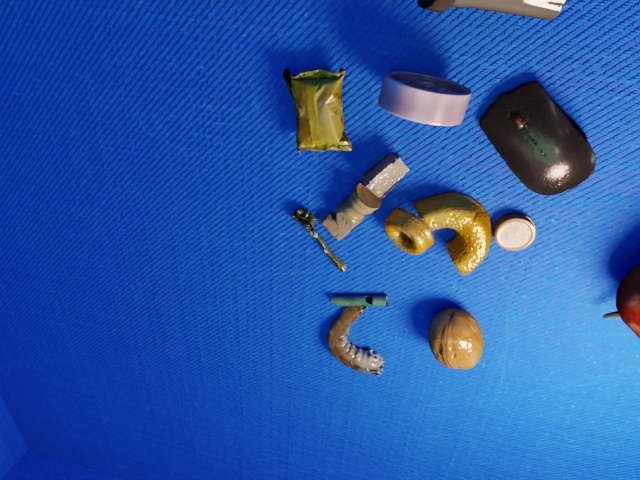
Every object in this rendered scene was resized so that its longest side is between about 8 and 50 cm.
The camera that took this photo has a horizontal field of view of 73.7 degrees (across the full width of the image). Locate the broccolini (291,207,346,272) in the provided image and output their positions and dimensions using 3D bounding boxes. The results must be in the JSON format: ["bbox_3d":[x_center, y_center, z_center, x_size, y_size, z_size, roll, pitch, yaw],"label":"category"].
[{"bbox_3d":[0.006,-0.006,1.333,0.057,0.071,0.254,-43,113,-2],"label":"broccolini"}]

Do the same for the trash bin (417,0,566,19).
[{"bbox_3d":[0.340,-0.535,0.807,0.250,0.219,0.219,13,125,0],"label":"trash bin"}]

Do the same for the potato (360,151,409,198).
[{"bbox_3d":[0.172,-0.173,1.133,0.122,0.086,0.061,-43,111,9],"label":"potato"}]

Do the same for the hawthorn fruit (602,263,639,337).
[{"bbox_3d":[0.883,0.153,1.049,0.285,0.284,0.369,38,144,-9],"label":"hawthorn fruit"}]

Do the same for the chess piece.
[{"bbox_3d":[0.083,-0.076,1.240,0.090,0.090,0.200,38,134,-8],"label":"chess piece"}]

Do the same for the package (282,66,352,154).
[{"bbox_3d":[-0.006,-0.330,1.096,0.169,0.090,0.226,4,119,17],"label":"package"}]

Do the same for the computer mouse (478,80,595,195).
[{"bbox_3d":[0.515,-0.228,1.009,0.295,0.087,0.168,44,125,-10],"label":"computer mouse"}]

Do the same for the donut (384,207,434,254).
[{"bbox_3d":[0.239,-0.021,1.182,0.152,0.058,0.152,41,163,15],"label":"donut"}]

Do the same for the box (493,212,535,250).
[{"bbox_3d":[0.527,-0.023,1.162,0.106,0.037,0.105,8,123,12],"label":"box"}]

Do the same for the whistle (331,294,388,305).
[{"bbox_3d":[0.128,0.199,1.413,0.187,0.039,0.039,-3,120,18],"label":"whistle"}]

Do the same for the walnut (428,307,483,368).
[{"bbox_3d":[0.418,0.306,1.325,0.165,0.165,0.197,-4,127,18],"label":"walnut"}]

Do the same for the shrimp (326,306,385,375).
[{"bbox_3d":[0.112,0.352,1.508,0.185,0.068,0.286,-9,108,17],"label":"shrimp"}]

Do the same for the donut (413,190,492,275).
[{"bbox_3d":[0.386,-0.034,1.168,0.152,0.101,0.259,-36,102,25],"label":"donut"}]

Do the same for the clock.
[{"bbox_3d":[0.234,-0.324,0.965,0.197,0.197,0.068,15,123,7],"label":"clock"}]
